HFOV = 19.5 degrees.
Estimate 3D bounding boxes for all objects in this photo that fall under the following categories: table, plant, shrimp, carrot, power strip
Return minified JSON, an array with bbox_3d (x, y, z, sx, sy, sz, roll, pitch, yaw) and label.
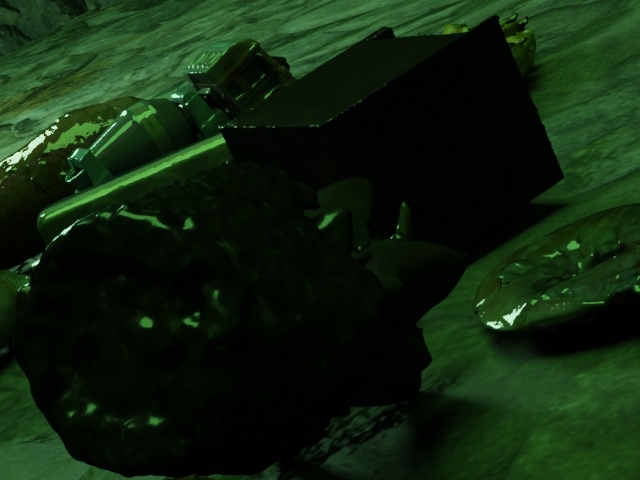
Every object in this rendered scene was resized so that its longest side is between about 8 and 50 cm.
[{"bbox_3d":[0.063,-0.067,1.556,0.193,0.172,0.169,-35,20,-27],"label":"table"},{"bbox_3d":[-0.039,0.042,1.166,0.194,0.181,0.320,-41,-12,22],"label":"plant"},{"bbox_3d":[0.201,0.027,1.263,0.164,0.062,0.317,-30,12,-14],"label":"shrimp"},{"bbox_3d":[-0.301,-0.052,2.072,0.302,0.139,0.139,-35,16,-4],"label":"carrot"},{"bbox_3d":[-0.155,-0.025,1.844,0.256,0.105,0.070,-23,11,0],"label":"power strip"}]

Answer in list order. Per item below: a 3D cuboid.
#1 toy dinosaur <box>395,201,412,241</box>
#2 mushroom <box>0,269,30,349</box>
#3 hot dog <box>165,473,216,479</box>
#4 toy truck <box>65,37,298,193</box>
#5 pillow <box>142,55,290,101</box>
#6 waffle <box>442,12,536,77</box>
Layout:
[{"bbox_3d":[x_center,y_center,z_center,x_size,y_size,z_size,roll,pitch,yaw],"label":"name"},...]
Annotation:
[{"bbox_3d":[-0.003,0.025,1.498,0.247,0.075,0.188,-37,12,26],"label":"toy dinosaur"},{"bbox_3d":[-0.343,0.086,1.752,0.116,0.093,0.225,-37,5,47],"label":"mushroom"},{"bbox_3d":[-0.120,0.203,0.985,0.196,0.122,0.272,-17,17,0],"label":"hot dog"},{"bbox_3d":[-0.145,-0.114,1.992,0.257,0.140,0.108,-48,21,-14],"label":"toy truck"},{"bbox_3d":[-0.163,-0.131,2.213,0.250,0.106,0.186,-18,25,26],"label":"pillow"},{"bbox_3d":[0.100,-0.165,2.053,0.329,0.062,0.329,-21,16,6],"label":"waffle"}]
